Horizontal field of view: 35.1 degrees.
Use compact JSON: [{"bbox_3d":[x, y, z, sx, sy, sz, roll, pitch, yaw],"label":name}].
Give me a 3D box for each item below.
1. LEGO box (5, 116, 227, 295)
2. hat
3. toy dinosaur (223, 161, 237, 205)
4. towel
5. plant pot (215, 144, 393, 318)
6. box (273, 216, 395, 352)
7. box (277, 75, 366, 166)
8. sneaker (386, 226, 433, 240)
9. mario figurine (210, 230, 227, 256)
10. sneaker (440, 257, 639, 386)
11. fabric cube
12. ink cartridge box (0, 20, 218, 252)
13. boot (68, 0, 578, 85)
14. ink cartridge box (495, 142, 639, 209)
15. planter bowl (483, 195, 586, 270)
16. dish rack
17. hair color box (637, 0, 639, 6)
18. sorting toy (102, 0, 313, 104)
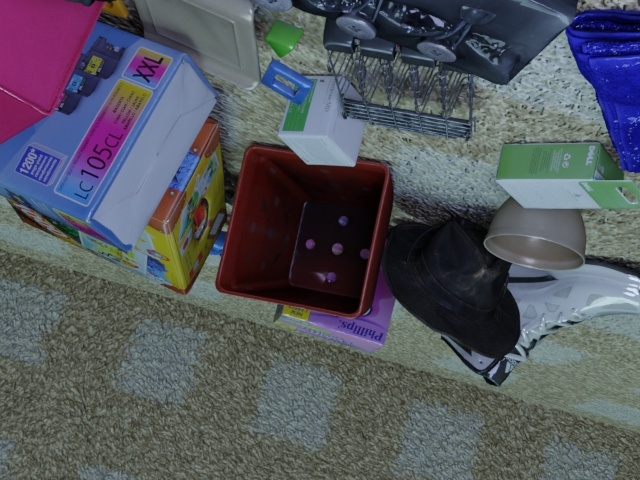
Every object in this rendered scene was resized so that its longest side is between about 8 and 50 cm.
[{"bbox_3d":[-0.374,-0.111,1.783,0.373,0.193,0.500,24,164,4],"label":"LEGO box"},{"bbox_3d":[0.270,0.049,1.820,0.331,0.331,0.134,23,124,-24],"label":"hat"},{"bbox_3d":[-0.188,-0.105,1.978,0.268,0.064,0.118,26,168,-24],"label":"toy dinosaur"},{"bbox_3d":[0.426,-0.159,1.177,0.228,0.076,0.308,7,162,30],"label":"towel"},{"bbox_3d":[0.000,0.000,1.830,0.267,0.267,0.236,10,173,19],"label":"plant pot"},{"bbox_3d":[0.044,0.076,2.040,0.214,0.243,0.117,18,164,-7],"label":"box"},{"bbox_3d":[0.006,-0.174,1.474,0.087,0.101,0.102,6,162,29],"label":"box"},{"bbox_3d":[0.208,0.029,1.994,0.178,0.077,0.072,20,180,-15],"label":"sneaker"},{"bbox_3d":[-0.290,-0.043,2.232,0.321,0.170,0.198,11,132,-31],"label":"mario figurine"},{"bbox_3d":[0.437,0.174,1.976,0.448,0.257,0.169,2,159,39],"label":"sneaker"},{"bbox_3d":[-0.423,-0.284,1.189,0.259,0.254,0.258,30,159,-27],"label":"fabric cube"},{"bbox_3d":[-0.389,-0.184,1.427,0.396,0.270,0.151,22,166,21],"label":"ink cartridge box"},{"bbox_3d":[-0.017,-0.263,0.977,0.445,0.146,0.367,12,180,-13],"label":"boot"},{"bbox_3d":[0.375,-0.093,1.475,0.209,0.062,0.109,3,160,37],"label":"ink cartridge box"},{"bbox_3d":[0.355,-0.028,1.631,0.162,0.109,0.162,15,164,4],"label":"planter bowl"},{"bbox_3d":[0.113,-0.211,1.312,0.208,0.074,0.271,13,166,12],"label":"dish rack"},{"bbox_3d":[0.328,-0.272,0.942,0.072,0.043,0.141,8,162,26],"label":"hair color box"},{"bbox_3d":[-0.158,-0.290,1.309,0.348,0.047,0.196,25,161,7],"label":"sorting toy"}]
